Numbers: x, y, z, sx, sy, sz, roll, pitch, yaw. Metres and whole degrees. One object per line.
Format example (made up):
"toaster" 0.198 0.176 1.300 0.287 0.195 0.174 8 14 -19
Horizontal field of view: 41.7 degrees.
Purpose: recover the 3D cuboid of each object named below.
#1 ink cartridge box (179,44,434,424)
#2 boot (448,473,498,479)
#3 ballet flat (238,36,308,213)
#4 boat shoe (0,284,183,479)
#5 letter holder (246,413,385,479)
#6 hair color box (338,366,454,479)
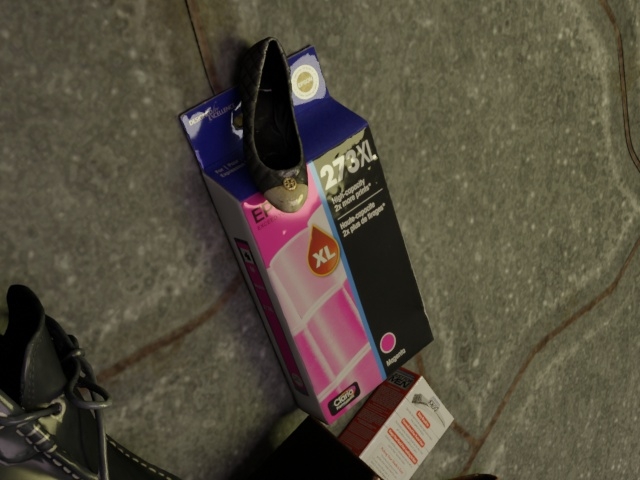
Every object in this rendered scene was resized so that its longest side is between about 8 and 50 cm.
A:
"ink cartridge box" 0.000 0.000 0.893 0.175 0.069 0.371 -34 117 -27
"boot" 0.146 0.468 1.094 0.264 0.096 0.280 -8 105 -36
"ballet flat" -0.046 -0.109 0.794 0.057 0.049 0.173 -8 76 -22
"boat shoe" -0.247 0.124 0.654 0.500 0.187 0.156 44 80 -31
"letter holder" -0.024 0.378 0.863 0.302 0.152 0.214 -45 117 -11
"hair color box" 0.078 0.246 1.015 0.167 0.053 0.093 -48 123 -17
